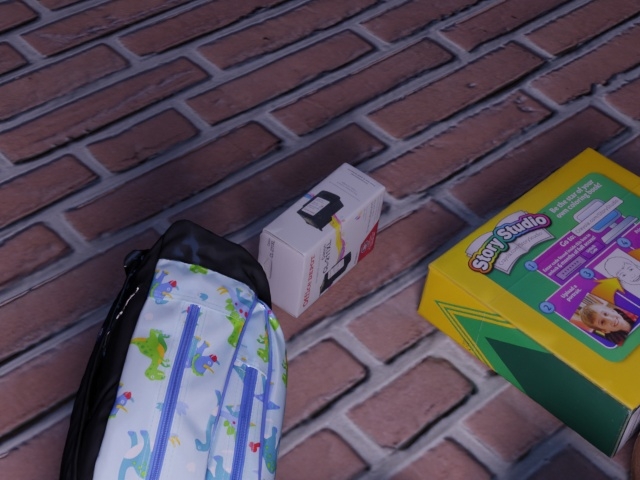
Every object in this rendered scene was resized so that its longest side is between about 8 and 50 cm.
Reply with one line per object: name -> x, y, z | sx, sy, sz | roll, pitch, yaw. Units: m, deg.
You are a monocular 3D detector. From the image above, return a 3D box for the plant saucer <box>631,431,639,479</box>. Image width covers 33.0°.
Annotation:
plant saucer -> 0.455, 0.271, 1.227 | 0.198, 0.036, 0.199 | 3, 64, -7

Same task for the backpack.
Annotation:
backpack -> -0.154, 0.213, 1.096 | 0.273, 0.290, 0.356 | 28, 45, -3

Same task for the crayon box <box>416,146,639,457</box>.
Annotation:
crayon box -> 0.365, 0.063, 1.420 | 0.363, 0.106, 0.313 | -33, 55, -33

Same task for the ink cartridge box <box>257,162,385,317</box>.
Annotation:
ink cartridge box -> 0.000, 0.000, 1.429 | 0.072, 0.127, 0.175 | 33, 52, 21
